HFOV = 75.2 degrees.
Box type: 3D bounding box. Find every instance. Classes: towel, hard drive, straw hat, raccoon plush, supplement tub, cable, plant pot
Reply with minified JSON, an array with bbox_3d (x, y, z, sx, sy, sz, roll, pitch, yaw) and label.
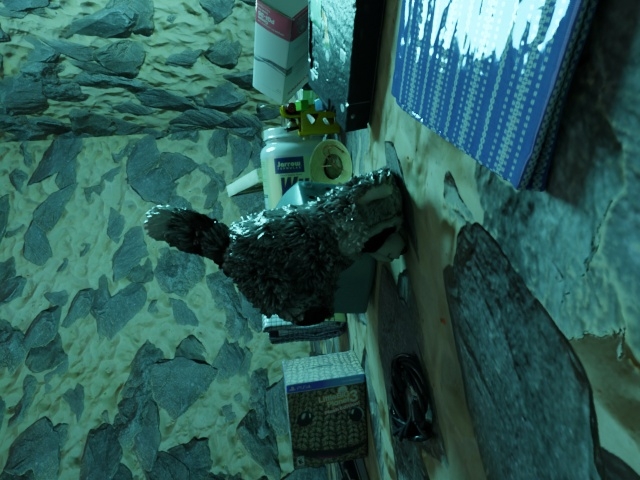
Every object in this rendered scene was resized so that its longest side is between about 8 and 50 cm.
[{"bbox_3d":[-0.070,0.248,1.505,0.121,0.284,0.235,90,171,-45],"label":"towel"},{"bbox_3d":[0.042,-0.425,0.832,0.339,0.064,0.237,91,158,-46],"label":"hard drive"},{"bbox_3d":[0.042,-0.204,1.146,0.061,0.145,0.144,-21,-71,-58],"label":"straw hat"},{"bbox_3d":[-0.069,-0.045,0.726,0.216,0.447,0.299,-101,33,-64],"label":"raccoon plush"},{"bbox_3d":[-0.076,-0.206,1.391,0.235,0.236,0.324,-133,38,-78],"label":"supplement tub"},{"bbox_3d":[0.152,0.288,0.767,0.184,0.047,0.150,101,161,-68],"label":"cable"},{"bbox_3d":[0.000,0.000,1.010,0.247,0.247,0.252,-105,23,-51],"label":"plant pot"},{"bbox_3d":[0.156,-0.225,0.432,0.336,0.040,0.243,-110,18,-55],"label":"towel"}]

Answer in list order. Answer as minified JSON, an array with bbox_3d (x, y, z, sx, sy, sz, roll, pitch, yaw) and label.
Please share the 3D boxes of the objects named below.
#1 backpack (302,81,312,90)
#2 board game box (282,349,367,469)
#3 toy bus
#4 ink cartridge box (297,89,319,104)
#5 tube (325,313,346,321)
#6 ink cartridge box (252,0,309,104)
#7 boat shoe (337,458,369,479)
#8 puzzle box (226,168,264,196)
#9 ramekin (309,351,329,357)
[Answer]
[{"bbox_3d":[-0.057,-0.594,1.419,0.182,0.115,0.151,-104,8,-61],"label":"backpack"},{"bbox_3d":[0.014,0.514,1.275,0.141,0.232,0.290,-126,31,-74],"label":"board game box"},{"bbox_3d":[-0.039,-0.346,1.208,0.191,0.202,0.104,-22,-68,-52],"label":"toy bus"},{"bbox_3d":[-0.048,-0.558,1.572,0.109,0.062,0.209,98,164,-59],"label":"ink cartridge box"},{"bbox_3d":[0.035,0.162,1.437,0.062,0.070,0.240,64,-163,-64],"label":"tube"},{"bbox_3d":[-0.082,-0.556,1.151,0.207,0.117,0.283,-54,-6,-28],"label":"ink cartridge box"},{"bbox_3d":[0.100,0.772,1.297,0.306,0.105,0.113,-106,13,-54],"label":"boat shoe"},{"bbox_3d":[-0.201,-0.250,1.705,0.409,0.272,0.052,-4,99,63],"label":"puzzle box"},{"bbox_3d":[0.025,0.534,1.487,0.273,0.127,0.272,-2,-90,-89],"label":"ramekin"}]
